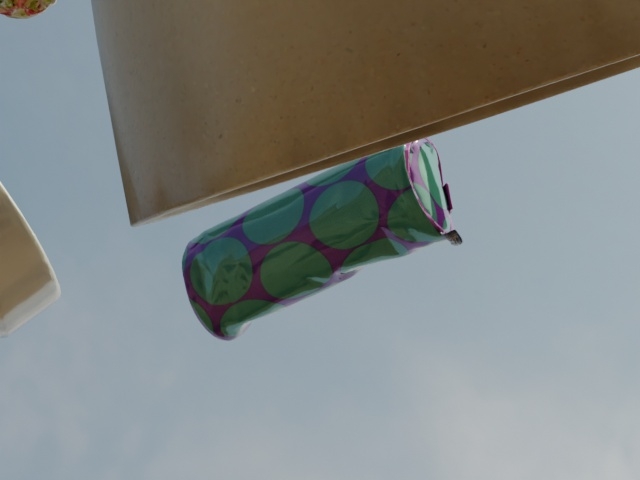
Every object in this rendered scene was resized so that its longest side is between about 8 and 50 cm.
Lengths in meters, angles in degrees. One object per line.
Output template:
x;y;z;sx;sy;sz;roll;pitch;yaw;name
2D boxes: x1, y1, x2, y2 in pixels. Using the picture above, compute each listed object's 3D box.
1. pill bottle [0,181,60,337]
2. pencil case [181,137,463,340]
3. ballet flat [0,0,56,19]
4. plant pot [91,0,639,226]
-0.399;0.077;1.417;0.392;0.224;0.224;-36;-61;-14;pill bottle
0.000;0.000;1.076;0.152;0.064;0.070;-24;-36;17;pencil case
-0.189;-0.258;1.199;0.091;0.077;0.241;1;-91;6;ballet flat
0.011;-0.172;0.698;0.256;0.256;0.274;-19;-89;-10;plant pot
